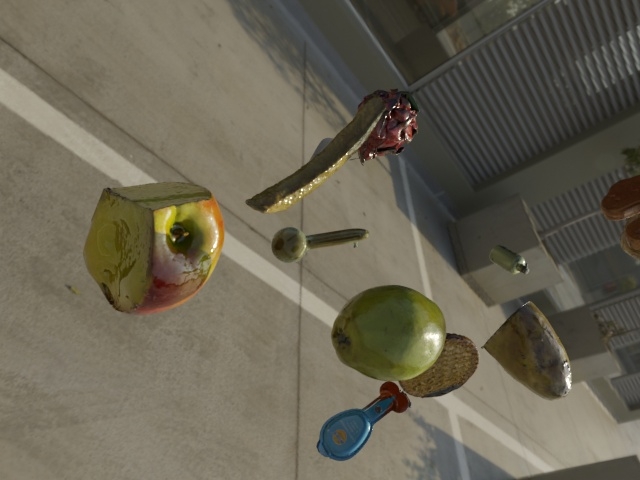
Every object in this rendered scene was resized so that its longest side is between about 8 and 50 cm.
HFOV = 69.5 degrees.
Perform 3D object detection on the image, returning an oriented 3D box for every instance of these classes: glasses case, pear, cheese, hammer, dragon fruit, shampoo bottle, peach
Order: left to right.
[{"bbox_3d":[-0.386,0.017,1.085,0.242,0.380,0.306,-7,104,-49],"label":"peach"},{"bbox_3d":[0.000,0.000,1.425,0.202,0.305,0.113,-142,-136,-84],"label":"hammer"},{"bbox_3d":[0.005,-0.289,1.657,0.193,0.074,0.049,-64,159,-20],"label":"glasses case"},{"bbox_3d":[0.103,0.443,1.130,0.106,0.256,0.037,51,-12,32],"label":"cheese"},{"bbox_3d":[0.200,-0.382,1.573,0.234,0.293,0.234,38,9,-7],"label":"dragon fruit"},{"bbox_3d":[0.152,0.199,1.005,0.269,0.212,0.212,-1,62,-28],"label":"pear"},{"bbox_3d":[0.742,0.083,1.798,0.079,0.079,0.162,38,5,-39],"label":"shampoo bottle"}]

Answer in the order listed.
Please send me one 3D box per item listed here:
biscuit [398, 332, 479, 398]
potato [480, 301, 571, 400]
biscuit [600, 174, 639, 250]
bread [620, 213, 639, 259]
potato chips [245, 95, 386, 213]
[{"bbox_3d":[0.433,0.464,1.700,0.318,0.318,0.040,44,13,-31],"label":"biscuit"},{"bbox_3d":[0.662,0.358,1.420,0.266,0.229,0.229,52,21,26],"label":"potato"},{"bbox_3d":[0.693,-0.103,0.824,0.047,0.334,0.202,46,22,-28],"label":"biscuit"},{"bbox_3d":[1.017,-0.032,1.331,0.176,0.195,0.246,-72,172,-46],"label":"bread"},{"bbox_3d":[0.007,-0.177,1.026,0.057,0.407,0.080,40,-19,23],"label":"potato chips"}]
